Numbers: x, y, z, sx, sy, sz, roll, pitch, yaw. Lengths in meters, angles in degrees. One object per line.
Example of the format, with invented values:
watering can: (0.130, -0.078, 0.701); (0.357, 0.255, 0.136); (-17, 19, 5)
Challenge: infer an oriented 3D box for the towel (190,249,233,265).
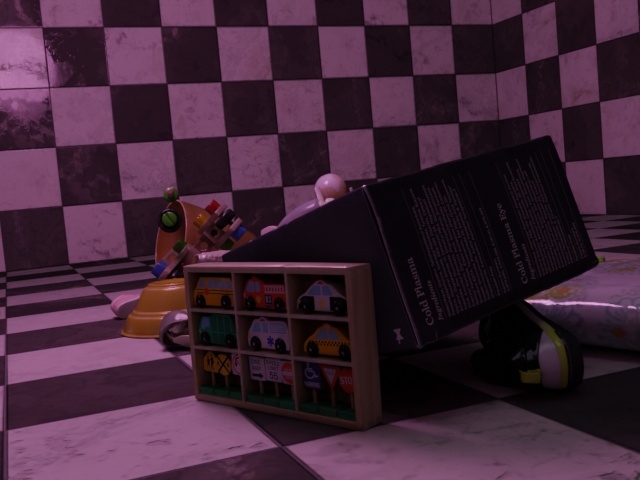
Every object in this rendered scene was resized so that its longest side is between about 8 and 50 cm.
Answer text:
towel: (-0.188, 0.074, 1.621); (0.187, 0.049, 0.282); (-8, -19, -21)

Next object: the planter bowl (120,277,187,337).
planter bowl: (-0.278, 0.121, 1.476); (0.217, 0.091, 0.217); (-5, 5, 0)

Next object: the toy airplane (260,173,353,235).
toy airplane: (0.013, -0.041, 2.068); (0.384, 0.273, 0.386); (-6, 1, -24)

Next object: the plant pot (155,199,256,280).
plant pot: (-0.319, 0.017, 2.232); (0.254, 0.237, 0.237); (8, -3, -30)

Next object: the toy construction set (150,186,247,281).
toy construction set: (-0.273, 0.040, 1.954); (0.308, 0.258, 0.237); (15, -11, -7)

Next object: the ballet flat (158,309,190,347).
ballet flat: (-0.162, 0.147, 1.263); (0.213, 0.072, 0.068); (-5, 31, 7)

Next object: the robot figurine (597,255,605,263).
robot figurine: (0.512, 0.057, 1.545); (0.115, 0.067, 0.101); (-4, 13, 22)

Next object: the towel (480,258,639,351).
towel: (0.466, 0.087, 1.102); (0.374, 0.090, 0.320); (-8, 2, -37)

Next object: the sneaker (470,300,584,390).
sneaker: (0.218, 0.122, 0.912); (0.097, 0.084, 0.234); (-8, 4, -9)

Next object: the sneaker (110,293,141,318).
sneaker: (-0.396, 0.135, 1.684); (0.134, 0.051, 0.070); (-13, 13, -36)

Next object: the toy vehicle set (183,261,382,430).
toy vehicle set: (-0.051, 0.108, 0.857); (0.266, 0.166, 0.035); (-2, 5, 42)

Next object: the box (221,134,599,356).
box: (0.101, 0.025, 0.977); (0.312, 0.179, 0.343); (-18, -3, -36)
